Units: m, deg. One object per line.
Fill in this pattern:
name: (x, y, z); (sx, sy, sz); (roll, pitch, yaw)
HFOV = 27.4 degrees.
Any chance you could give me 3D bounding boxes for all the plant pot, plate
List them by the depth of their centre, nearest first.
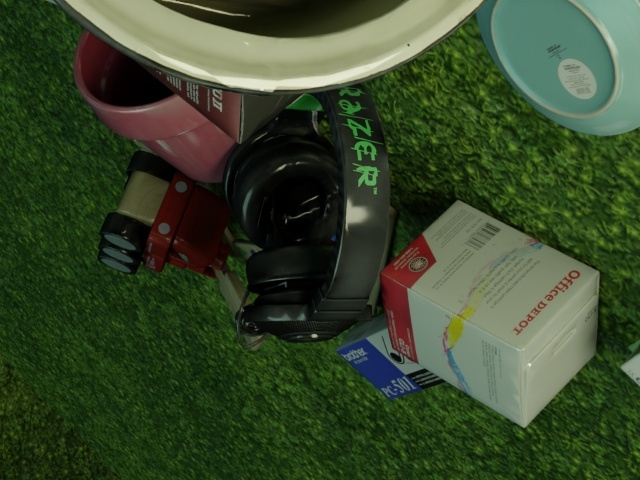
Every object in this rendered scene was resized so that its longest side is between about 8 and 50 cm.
plate: (0.197, -0.159, 1.076); (0.188, 0.024, 0.188); (35, 149, 25)
plant pot: (-0.137, -0.164, 1.406); (0.201, 0.201, 0.180); (27, 162, 36)

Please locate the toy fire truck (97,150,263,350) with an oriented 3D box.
toy fire truck: (-0.161, 0.020, 1.705); (0.246, 0.158, 0.217); (22, 163, -5)

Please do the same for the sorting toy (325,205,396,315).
sorting toy: (-0.045, -0.052, 1.559); (0.307, 0.041, 0.229); (37, 151, 21)

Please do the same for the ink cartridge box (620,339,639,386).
ink cartridge box: (0.345, 0.118, 1.178); (0.109, 0.062, 0.209); (45, 154, 6)

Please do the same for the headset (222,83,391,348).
headset: (0.000, 0.000, 1.368); (0.394, 0.185, 0.243); (124, 142, -52)

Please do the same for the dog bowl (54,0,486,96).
dog bowl: (-0.048, -0.305, 0.871); (0.408, 0.408, 0.150); (59, 166, -20)

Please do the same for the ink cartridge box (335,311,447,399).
ink cartridge box: (0.104, 0.130, 1.557); (0.097, 0.046, 0.207); (42, 154, -8)

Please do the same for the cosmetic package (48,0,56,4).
cosmetic package: (-0.229, -0.335, 1.339); (0.184, 0.151, 0.151); (27, 147, 38)

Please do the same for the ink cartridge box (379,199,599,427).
ink cartridge box: (0.170, 0.072, 1.303); (0.176, 0.128, 0.127); (30, 147, 34)

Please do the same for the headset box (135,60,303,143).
headset box: (-0.077, -0.239, 1.164); (0.293, 0.218, 0.110); (40, 152, 19)

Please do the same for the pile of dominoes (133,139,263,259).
pile of dominoes: (-0.176, -0.067, 1.739); (0.196, 0.040, 0.251); (6, 131, 53)
